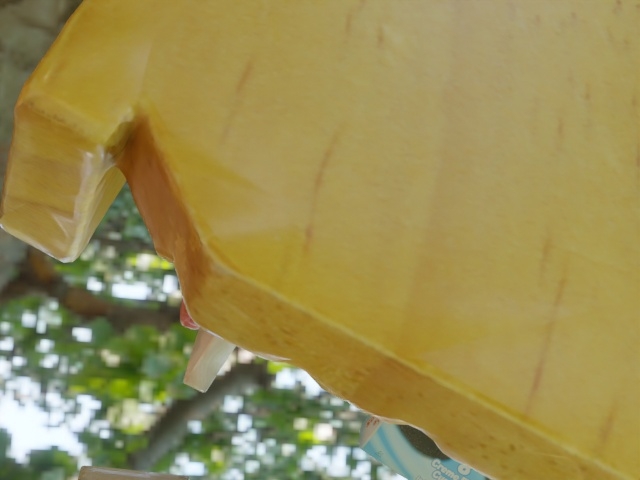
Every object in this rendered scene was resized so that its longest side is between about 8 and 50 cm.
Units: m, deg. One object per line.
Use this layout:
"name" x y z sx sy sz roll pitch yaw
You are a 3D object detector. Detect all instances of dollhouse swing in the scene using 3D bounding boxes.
"dollhouse swing" 0.057 0.043 0.632 0.305 0.347 0.315 -58 -174 45

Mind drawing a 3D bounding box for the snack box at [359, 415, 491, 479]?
"snack box" 0.221 0.211 1.606 0.187 0.322 0.060 -54 -171 15

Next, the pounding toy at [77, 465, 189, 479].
"pounding toy" -0.208 0.306 1.612 0.100 0.141 0.130 -95 -167 -69

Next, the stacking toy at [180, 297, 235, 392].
"stacking toy" 0.000 0.000 1.471 0.309 0.130 0.279 -54 -162 28
